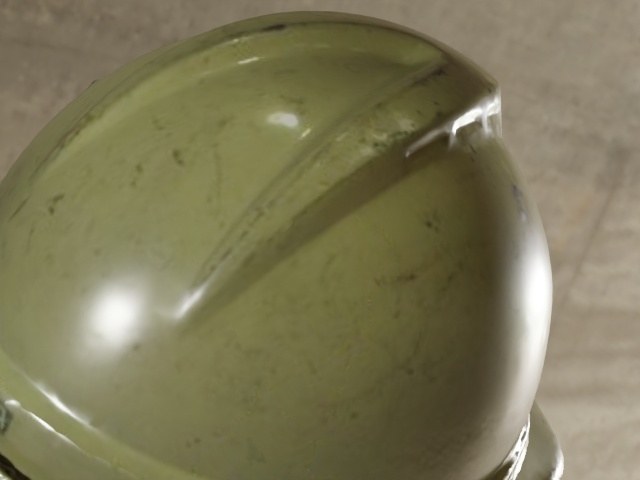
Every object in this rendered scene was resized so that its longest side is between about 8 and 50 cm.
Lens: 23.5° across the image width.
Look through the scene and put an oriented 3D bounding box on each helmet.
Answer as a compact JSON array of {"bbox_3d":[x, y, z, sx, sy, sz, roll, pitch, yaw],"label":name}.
[{"bbox_3d":[0.004,-0.003,0.495,0.204,0.137,0.257,41,-151,26],"label":"helmet"}]
